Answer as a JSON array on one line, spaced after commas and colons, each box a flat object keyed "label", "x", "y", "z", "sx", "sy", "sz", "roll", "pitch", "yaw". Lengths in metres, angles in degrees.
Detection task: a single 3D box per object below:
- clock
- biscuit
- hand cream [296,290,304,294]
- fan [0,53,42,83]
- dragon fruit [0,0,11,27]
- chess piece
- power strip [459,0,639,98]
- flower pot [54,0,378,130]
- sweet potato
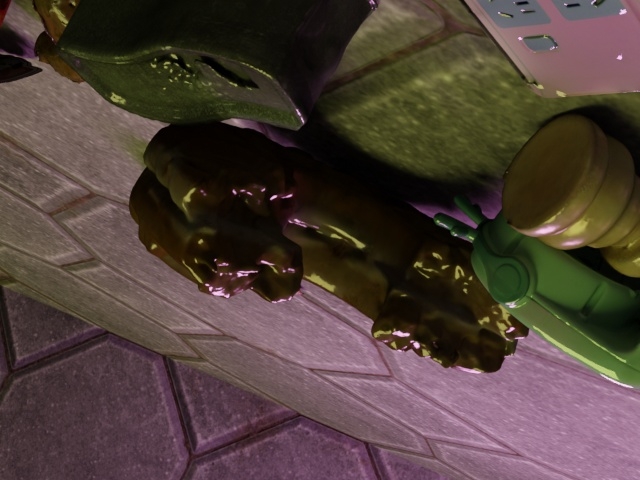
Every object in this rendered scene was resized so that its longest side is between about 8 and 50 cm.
[{"label": "clock", "x": 0.190, "y": 0.024, "z": 0.756, "sx": 0.211, "sy": 0.066, "sz": 0.159, "roll": 33, "pitch": -157, "yaw": 8}, {"label": "biscuit", "x": 0.001, "y": -0.003, "z": 0.844, "sx": 0.366, "sy": 0.115, "sz": 0.268, "roll": 23, "pitch": -169, "yaw": -29}, {"label": "hand cream", "x": -0.130, "y": 0.007, "z": 1.303, "sx": 0.124, "sy": 0.077, "sz": 0.341, "roll": 17, "pitch": 168, "yaw": 26}, {"label": "fan", "x": -0.404, "y": -0.166, "z": 0.989, "sx": 0.132, "sy": 0.220, "sz": 0.009, "roll": 22, "pitch": 124, "yaw": 37}, {"label": "dragon fruit", "x": -0.392, "y": -0.207, "z": 0.811, "sx": 0.200, "sy": 0.198, "sz": 0.269, "roll": -21, "pitch": 153, "yaw": 21}, {"label": "chess piece", "x": 0.224, "y": -0.016, "z": 0.689, "sx": 0.170, "sy": 0.094, "sz": 0.094, "roll": 25, "pitch": 165, "yaw": -22}, {"label": "power strip", "x": 0.099, "y": -0.167, "z": 0.492, "sx": 0.109, "sy": 0.037, "sz": 0.279, "roll": 5, "pitch": 153, "yaw": 48}, {"label": "flower pot", "x": -0.078, "y": -0.150, "z": 0.681, "sx": 0.229, "sy": 0.108, "sz": 0.103, "roll": 11, "pitch": 158, "yaw": 42}, {"label": "sweet potato", "x": -0.219, "y": -0.189, "z": 0.854, "sx": 0.081, "sy": 0.062, "sz": 0.233, "roll": 44, "pitch": 164, "yaw": -7}]
